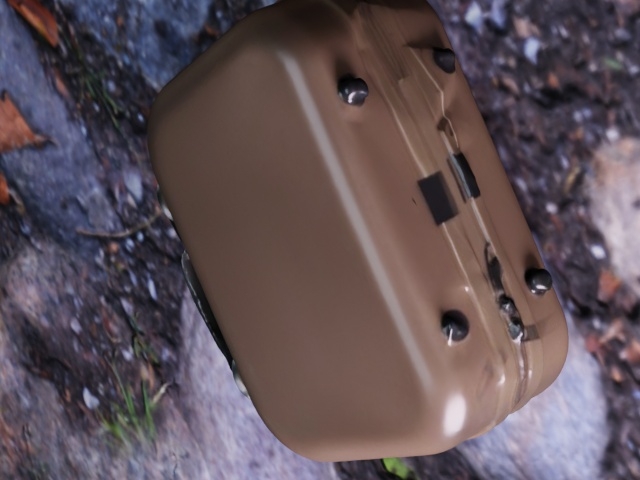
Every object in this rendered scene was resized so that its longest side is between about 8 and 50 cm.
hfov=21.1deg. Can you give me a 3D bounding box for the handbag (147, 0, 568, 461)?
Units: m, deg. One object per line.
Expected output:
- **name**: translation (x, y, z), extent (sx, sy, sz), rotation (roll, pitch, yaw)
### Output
- **handbag**: translation (0.000, 0.000, 1.154), extent (0.283, 0.149, 0.302), rotation (-23, 93, 48)
